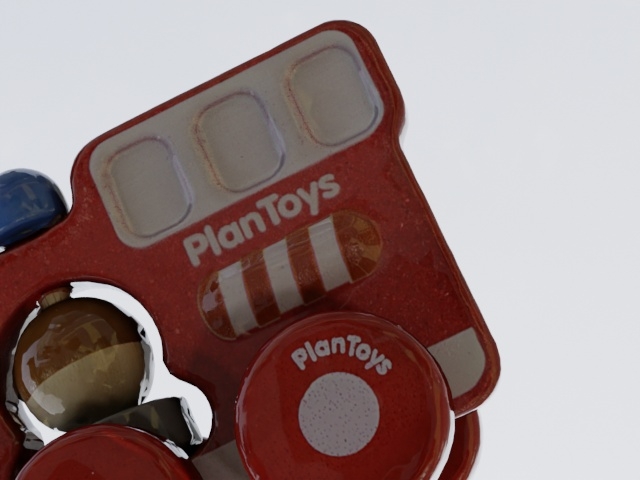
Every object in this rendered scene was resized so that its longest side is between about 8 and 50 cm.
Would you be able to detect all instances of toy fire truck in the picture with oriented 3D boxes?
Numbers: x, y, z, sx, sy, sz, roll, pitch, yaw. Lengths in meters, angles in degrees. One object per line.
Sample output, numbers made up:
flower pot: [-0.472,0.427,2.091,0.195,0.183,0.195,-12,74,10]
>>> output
toy fire truck: [-0.064,0.053,0.757,0.254,0.302,0.169,67,-173,15]
